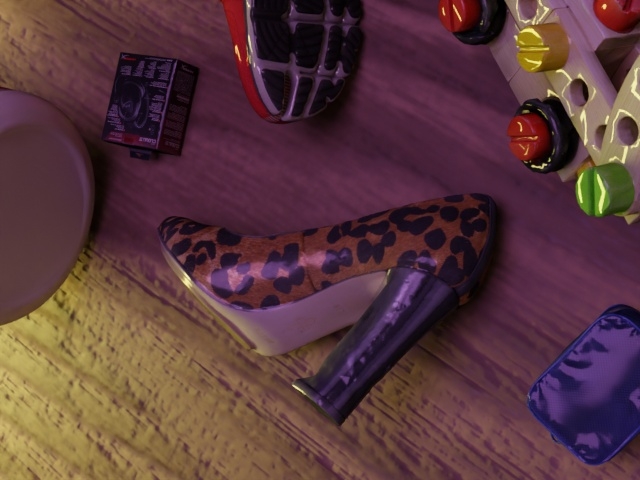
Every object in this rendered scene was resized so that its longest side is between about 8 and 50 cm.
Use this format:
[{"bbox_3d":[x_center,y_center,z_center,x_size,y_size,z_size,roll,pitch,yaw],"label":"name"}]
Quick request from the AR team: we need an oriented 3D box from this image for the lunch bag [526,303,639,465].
[{"bbox_3d":[0.177,0.091,0.773,0.067,0.065,0.098,46,106,12],"label":"lunch bag"}]

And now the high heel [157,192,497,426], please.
[{"bbox_3d":[0.000,0.000,0.903,0.186,0.093,0.261,-46,47,-8],"label":"high heel"}]

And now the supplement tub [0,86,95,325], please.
[{"bbox_3d":[-0.342,-0.049,1.030,0.272,0.191,0.191,16,91,32],"label":"supplement tub"}]

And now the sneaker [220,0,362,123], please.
[{"bbox_3d":[-0.051,-0.209,0.952,0.118,0.107,0.279,-28,65,44],"label":"sneaker"}]

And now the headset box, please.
[{"bbox_3d":[-0.140,-0.107,1.011,0.062,0.032,0.083,11,89,32],"label":"headset box"}]

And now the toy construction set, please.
[{"bbox_3d":[0.185,-0.149,0.742,0.215,0.151,0.328,125,141,-54],"label":"toy construction set"}]
